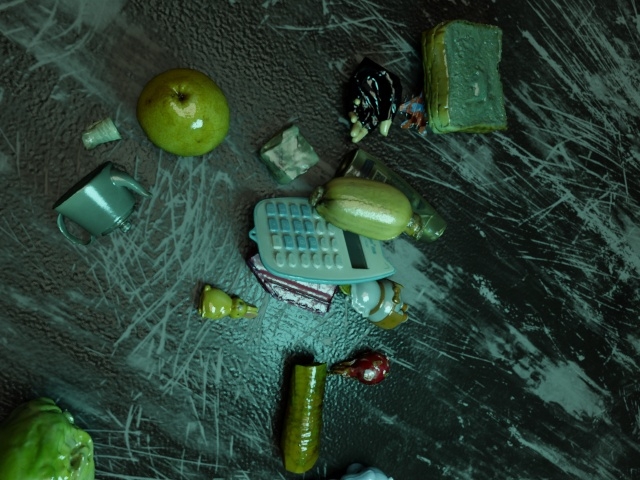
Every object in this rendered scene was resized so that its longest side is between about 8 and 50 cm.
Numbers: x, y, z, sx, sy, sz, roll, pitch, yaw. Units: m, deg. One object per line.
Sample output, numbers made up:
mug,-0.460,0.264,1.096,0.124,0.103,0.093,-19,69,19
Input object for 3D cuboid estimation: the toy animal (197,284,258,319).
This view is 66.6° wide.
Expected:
toy animal,-0.232,0.169,1.266,0.159,0.070,0.083,14,90,-24

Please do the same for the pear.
pear,-0.311,-0.291,1.117,0.209,0.209,0.208,-2,97,-18

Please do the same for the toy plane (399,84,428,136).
toy plane,0.288,-0.396,1.372,0.130,0.061,0.189,16,87,-18

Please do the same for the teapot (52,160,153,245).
teapot,-0.500,-0.071,1.119,0.239,0.162,0.149,-32,119,13

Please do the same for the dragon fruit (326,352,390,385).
dragon fruit,0.113,0.374,1.389,0.191,0.094,0.094,-10,99,-12

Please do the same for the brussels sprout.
brussels sprout,-0.620,0.515,1.046,0.344,0.344,0.268,-48,114,-7

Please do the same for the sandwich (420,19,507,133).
sandwich,0.401,-0.449,1.352,0.271,0.099,0.301,-11,99,-36

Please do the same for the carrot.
carrot,-0.047,0.474,1.333,0.114,0.114,0.301,6,92,-18

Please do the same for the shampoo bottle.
shampoo bottle,0.203,-0.115,1.361,0.350,0.084,0.125,34,73,-19

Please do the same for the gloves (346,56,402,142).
gloves,0.129,-0.359,1.298,0.164,0.124,0.203,32,108,3

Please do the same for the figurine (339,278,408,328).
figurine,0.148,0.155,1.328,0.143,0.143,0.271,-53,135,-6

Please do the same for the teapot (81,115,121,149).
teapot,-0.515,-0.250,1.136,0.083,0.057,0.067,-30,67,-9

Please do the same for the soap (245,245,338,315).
soap,-0.075,0.082,1.287,0.250,0.099,0.162,23,89,-19

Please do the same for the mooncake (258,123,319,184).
mooncake,-0.086,-0.221,1.263,0.130,0.073,0.125,-38,103,-12

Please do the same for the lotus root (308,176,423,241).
lotus root,0.118,-0.082,1.242,0.303,0.146,0.130,15,47,-10

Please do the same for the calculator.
calculator,0.000,0.000,1.250,0.386,0.054,0.256,6,54,-27

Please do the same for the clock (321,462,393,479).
clock,0.086,0.723,1.370,0.254,0.189,0.189,-27,103,-12
